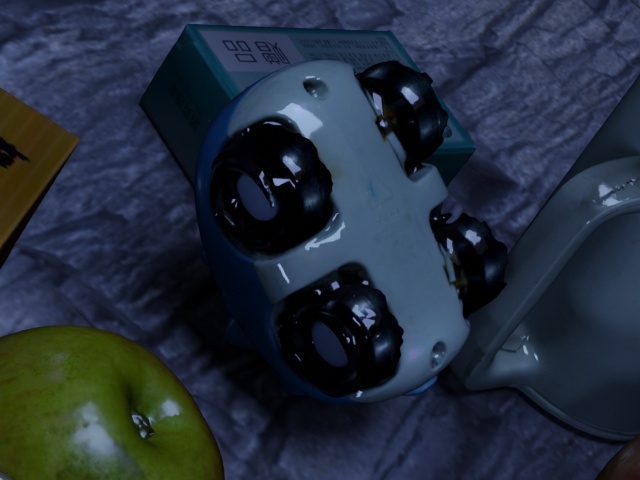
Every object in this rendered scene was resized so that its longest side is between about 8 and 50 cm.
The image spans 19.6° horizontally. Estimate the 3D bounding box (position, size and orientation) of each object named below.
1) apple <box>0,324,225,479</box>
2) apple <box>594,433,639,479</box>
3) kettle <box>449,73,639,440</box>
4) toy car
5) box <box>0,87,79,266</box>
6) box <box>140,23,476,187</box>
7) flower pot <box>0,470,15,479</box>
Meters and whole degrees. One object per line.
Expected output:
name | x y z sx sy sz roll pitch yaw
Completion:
apple | -0.150 0.141 1.078 0.196 0.196 0.196 23 36 -18
apple | 0.303 0.252 1.234 0.319 0.319 0.277 26 7 -13
kettle | 0.274 0.003 1.479 0.205 0.318 0.265 37 35 1
toy car | 0.000 0.000 1.356 0.188 0.190 0.255 -34 103 -40
box | -0.239 0.040 1.069 0.070 0.237 0.152 35 35 -7
box | -0.007 -0.097 1.558 0.245 0.092 0.153 -2 49 -43
flower pot | -0.241 0.248 0.818 0.307 0.244 0.307 25 35 -18
